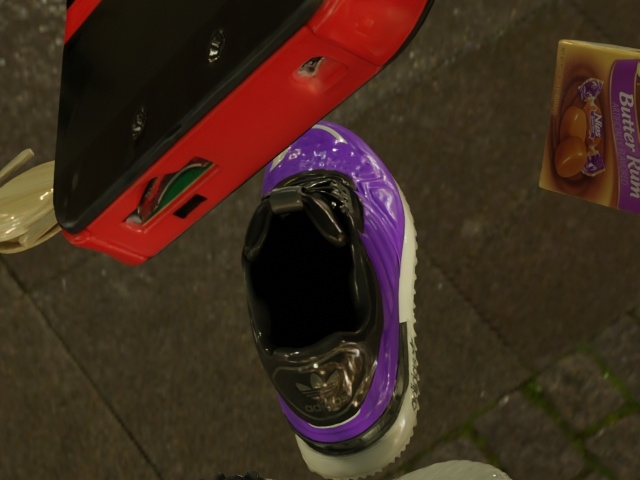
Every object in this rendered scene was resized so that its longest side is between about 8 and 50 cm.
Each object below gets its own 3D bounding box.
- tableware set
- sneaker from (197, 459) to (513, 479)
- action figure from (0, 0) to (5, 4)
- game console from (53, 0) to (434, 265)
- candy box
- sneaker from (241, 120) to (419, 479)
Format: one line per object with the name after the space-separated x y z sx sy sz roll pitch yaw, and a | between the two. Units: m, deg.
-0.235 0.016 1.030 0.194 0.039 0.128 -43 33 -22 | tableware set
0.005 0.185 0.893 0.237 0.086 0.085 -3 36 -5 | sneaker
-0.354 -0.167 1.246 0.164 0.275 0.141 -20 60 -37 | action figure
-0.055 -0.194 0.878 0.060 0.386 0.342 15 60 -28 | game console
0.234 -0.071 1.015 0.053 0.109 0.187 -2 14 -36 | candy box
0.001 0.000 0.994 0.102 0.146 0.293 -18 46 11 | sneaker
